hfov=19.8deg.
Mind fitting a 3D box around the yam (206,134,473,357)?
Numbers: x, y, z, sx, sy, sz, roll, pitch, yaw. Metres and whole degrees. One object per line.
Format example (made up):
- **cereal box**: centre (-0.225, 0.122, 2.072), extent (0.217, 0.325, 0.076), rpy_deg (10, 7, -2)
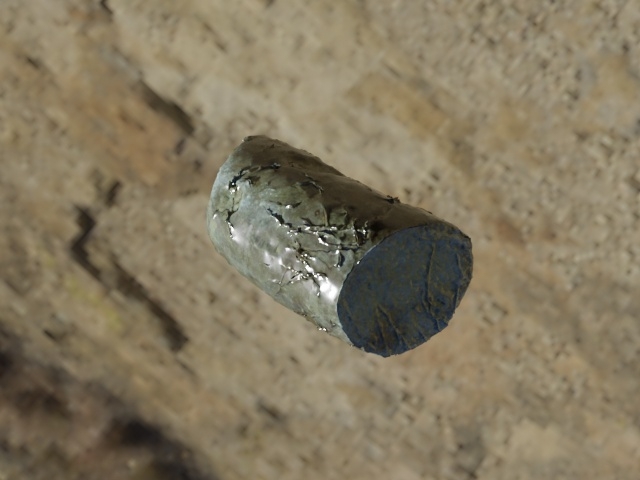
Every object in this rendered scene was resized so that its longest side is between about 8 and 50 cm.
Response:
- **yam**: centre (0.000, 0.000, 1.211), extent (0.183, 0.107, 0.107), rpy_deg (30, 149, 36)
